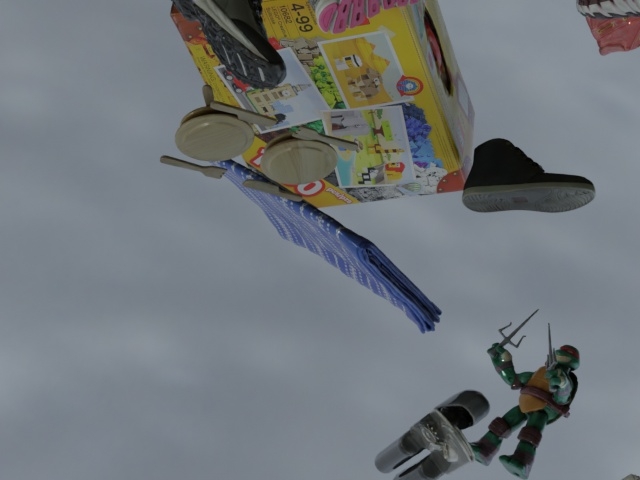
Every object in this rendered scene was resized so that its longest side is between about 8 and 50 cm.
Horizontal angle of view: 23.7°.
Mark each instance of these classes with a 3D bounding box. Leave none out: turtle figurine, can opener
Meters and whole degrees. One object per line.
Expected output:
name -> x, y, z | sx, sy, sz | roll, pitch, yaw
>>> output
turtle figurine -> 0.294, 0.207, 2.092 | 0.118, 0.234, 0.175 | 37, 163, -19
can opener -> 0.144, 0.249, 1.875 | 0.095, 0.283, 0.076 | -35, -97, -18

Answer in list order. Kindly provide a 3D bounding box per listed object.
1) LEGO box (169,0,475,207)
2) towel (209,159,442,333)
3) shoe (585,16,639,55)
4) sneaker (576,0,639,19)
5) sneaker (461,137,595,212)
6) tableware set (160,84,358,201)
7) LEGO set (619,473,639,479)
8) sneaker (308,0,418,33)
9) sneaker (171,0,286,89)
LEGO box -> 0.020, -0.290, 2.553 | 0.373, 0.500, 0.193 | -7, -130, 18
towel -> 0.000, 0.000, 2.075 | 0.336, 0.040, 0.243 | 31, 171, 41
shoe -> 0.445, -0.309, 2.065 | 0.178, 0.081, 0.063 | -16, -171, 35
sneaker -> 0.375, -0.342, 1.760 | 0.106, 0.162, 0.281 | -12, -169, -16
sneaker -> 0.346, -0.115, 2.518 | 0.222, 0.083, 0.118 | 0, -120, 21
tableware set -> -0.070, -0.111, 1.685 | 0.194, 0.128, 0.039 | 15, -127, -30
LEGO set -> 0.401, 0.355, 1.683 | 0.087, 0.093, 0.227 | 27, -147, -53
sneaker -> 0.056, -0.285, 1.642 | 0.170, 0.063, 0.075 | -27, -125, -15
sneaker -> -0.109, -0.295, 1.915 | 0.108, 0.100, 0.271 | -29, -126, -9
